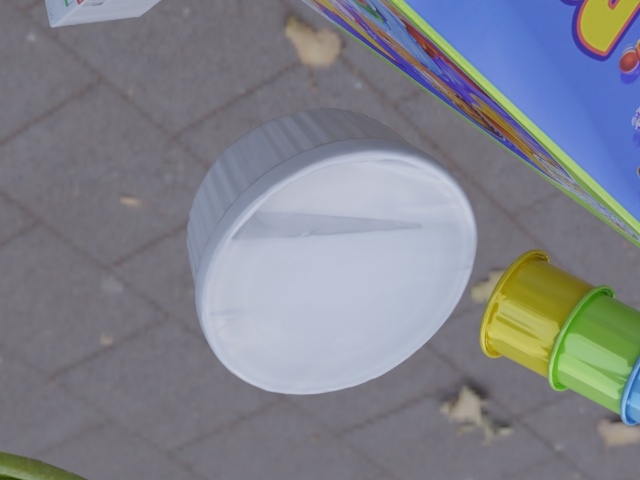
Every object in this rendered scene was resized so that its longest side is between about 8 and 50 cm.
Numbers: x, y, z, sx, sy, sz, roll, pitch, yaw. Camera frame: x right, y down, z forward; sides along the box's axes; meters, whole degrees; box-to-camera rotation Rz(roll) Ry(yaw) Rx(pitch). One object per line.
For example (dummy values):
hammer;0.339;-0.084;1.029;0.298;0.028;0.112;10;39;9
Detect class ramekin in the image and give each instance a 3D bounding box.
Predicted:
ramekin;0.000;0.000;1.468;0.272;0.127;0.273;-12;129;-16

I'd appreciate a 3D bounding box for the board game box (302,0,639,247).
board game box;-0.018;-0.142;0.490;0.078;0.347;0.233;-50;130;4

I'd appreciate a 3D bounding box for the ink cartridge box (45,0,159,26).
ink cartridge box;-0.127;-0.163;0.990;0.062;0.029;0.115;-12;178;-27

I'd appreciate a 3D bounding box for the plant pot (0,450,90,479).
plant pot;-0.154;0.309;0.796;0.366;0.367;0.353;-3;165;5

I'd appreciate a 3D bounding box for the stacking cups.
stacking cups;0.275;0.109;1.168;0.316;0.096;0.096;26;146;28
